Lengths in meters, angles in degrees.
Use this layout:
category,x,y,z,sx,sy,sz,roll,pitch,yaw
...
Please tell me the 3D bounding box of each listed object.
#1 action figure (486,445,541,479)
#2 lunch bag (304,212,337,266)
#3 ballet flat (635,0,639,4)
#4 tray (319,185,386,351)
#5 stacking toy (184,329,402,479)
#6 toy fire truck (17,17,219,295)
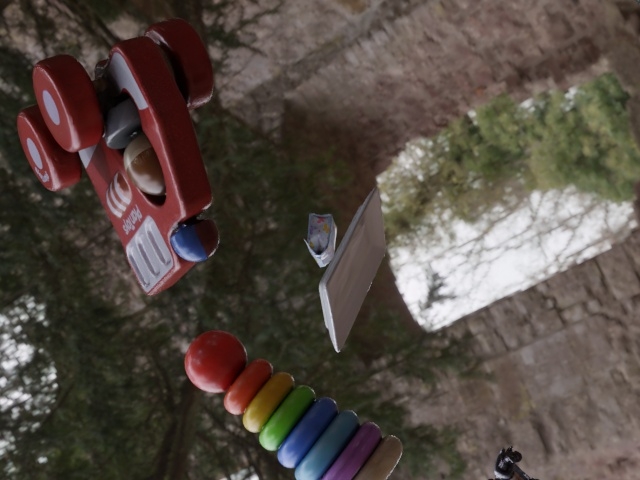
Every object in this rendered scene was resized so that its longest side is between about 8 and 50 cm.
category,x,y,z,sx,sy,sz,roll,pitch,yaw
action figure,0.321,0.399,1.383,0.185,0.099,0.285,34,-172,28
lunch bag,0.000,0.000,1.660,0.071,0.053,0.083,59,-146,-71
ballet flat,0.475,-0.260,1.068,0.095,0.280,0.096,37,-111,-80
tray,0.052,0.042,1.512,0.270,0.030,0.145,-61,-29,-46
stacking toy,-0.050,0.241,1.292,0.330,0.141,0.141,38,-154,8
toy fire truck,-0.194,-0.081,1.010,0.169,0.302,0.254,-27,-93,-29
